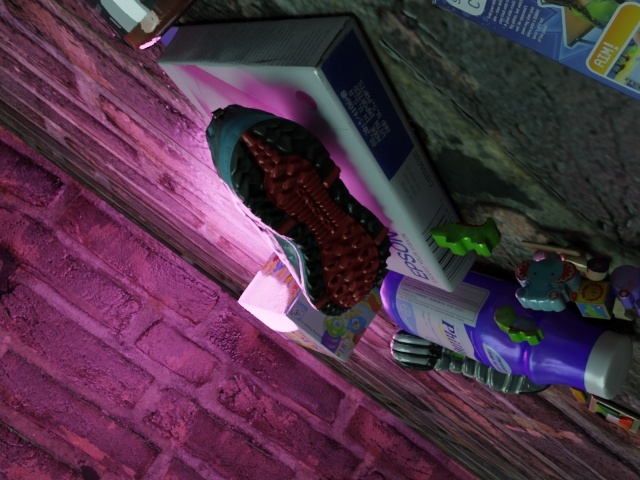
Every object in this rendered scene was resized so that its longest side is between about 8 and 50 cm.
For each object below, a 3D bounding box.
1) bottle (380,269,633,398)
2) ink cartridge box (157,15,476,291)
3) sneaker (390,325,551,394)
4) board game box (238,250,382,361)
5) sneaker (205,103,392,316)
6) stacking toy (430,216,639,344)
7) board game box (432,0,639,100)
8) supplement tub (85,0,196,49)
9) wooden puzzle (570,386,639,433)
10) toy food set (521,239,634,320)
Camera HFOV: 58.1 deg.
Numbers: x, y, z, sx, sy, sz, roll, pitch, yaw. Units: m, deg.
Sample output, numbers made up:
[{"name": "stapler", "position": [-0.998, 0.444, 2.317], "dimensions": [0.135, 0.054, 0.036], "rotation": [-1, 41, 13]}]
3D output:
[{"name": "bottle", "position": [0.203, 0.097, 0.671], "dimensions": [0.282, 0.092, 0.118], "rotation": [19, 156, 45]}, {"name": "ink cartridge box", "position": [-0.024, -0.093, 0.644], "dimensions": [0.330, 0.072, 0.324], "rotation": [17, 157, 44]}, {"name": "sneaker", "position": [0.219, 0.146, 0.843], "dimensions": [0.228, 0.086, 0.132], "rotation": [13, -165, 5]}, {"name": "board game box", "position": [-0.026, 0.111, 1.089], "dimensions": [0.144, 0.142, 0.275], "rotation": [40, 163, -18]}, {"name": "sneaker", "position": [-0.019, -0.033, 0.557], "dimensions": [0.125, 0.104, 0.262], "rotation": [42, 167, 45]}, {"name": "stacking toy", "position": [0.222, 0.036, 0.474], "dimensions": [0.221, 0.052, 0.167], "rotation": [2, 145, 42]}, {"name": "board game box", "position": [0.124, -0.151, 0.229], "dimensions": [0.136, 0.035, 0.201], "rotation": [31, 163, 13]}, {"name": "supplement tub", "position": [-0.175, -0.249, 0.431], "dimensions": [0.198, 0.106, 0.106], "rotation": [43, 163, -26]}, {"name": "wooden puzzle", "position": [0.415, 0.248, 0.817], "dimensions": [0.116, 0.014, 0.079], "rotation": [21, 159, 40]}, {"name": "toy food set", "position": [0.242, 0.031, 0.544], "dimensions": [0.122, 0.019, 0.077], "rotation": [42, 164, -35]}]
